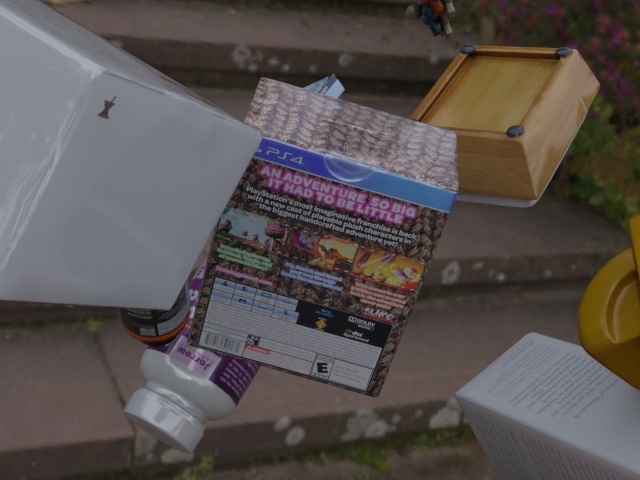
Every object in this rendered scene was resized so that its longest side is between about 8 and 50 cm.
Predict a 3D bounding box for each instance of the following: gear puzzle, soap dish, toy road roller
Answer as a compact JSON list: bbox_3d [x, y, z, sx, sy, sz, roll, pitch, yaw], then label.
[{"bbox_3d":[0.113,-0.361,1.225,0.044,0.176,0.339,-22,-10,2],"label":"gear puzzle"},{"bbox_3d":[0.260,-0.181,1.499,0.228,0.118,0.291,9,45,31],"label":"soap dish"},{"bbox_3d":[0.414,0.028,1.133,0.202,0.240,0.330,34,43,-34],"label":"toy road roller"}]

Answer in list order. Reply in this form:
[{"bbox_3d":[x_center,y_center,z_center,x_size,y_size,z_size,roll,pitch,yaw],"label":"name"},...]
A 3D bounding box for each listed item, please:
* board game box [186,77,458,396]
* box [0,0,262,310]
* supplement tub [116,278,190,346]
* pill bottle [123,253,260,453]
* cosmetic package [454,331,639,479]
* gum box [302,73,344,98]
[{"bbox_3d":[0.000,0.000,1.139,0.232,0.291,0.141,16,31,-3],"label":"board game box"},{"bbox_3d":[-0.257,-0.106,0.778,0.345,0.168,0.215,32,8,25],"label":"box"},{"bbox_3d":[-0.234,0.074,1.396,0.106,0.198,0.106,2,59,-3],"label":"supplement tub"},{"bbox_3d":[-0.178,0.175,1.592,0.169,0.169,0.302,22,67,22],"label":"pill bottle"},{"bbox_3d":[0.389,0.284,1.250,0.161,0.230,0.453,-35,20,-18],"label":"cosmetic package"},{"bbox_3d":[-0.062,-0.230,1.900,0.184,0.041,0.157,-17,27,46],"label":"gum box"}]
